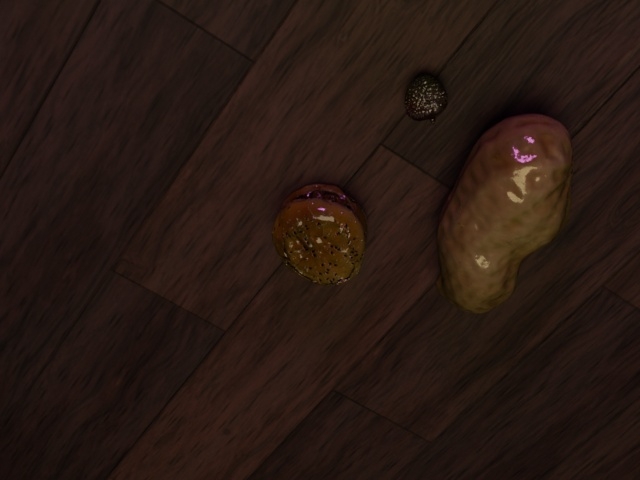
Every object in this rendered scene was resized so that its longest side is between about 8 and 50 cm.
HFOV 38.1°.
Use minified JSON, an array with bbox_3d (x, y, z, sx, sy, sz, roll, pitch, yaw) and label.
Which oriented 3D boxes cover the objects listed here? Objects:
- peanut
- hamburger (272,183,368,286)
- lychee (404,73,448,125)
[{"bbox_3d":[0.298,-0.038,1.525,0.192,0.169,0.387,13,127,-11],"label":"peanut"},{"bbox_3d":[0.000,0.000,1.592,0.177,0.113,0.185,25,120,-14],"label":"hamburger"},{"bbox_3d":[0.166,-0.222,1.466,0.067,0.068,0.083,-16,106,-21],"label":"lychee"}]
